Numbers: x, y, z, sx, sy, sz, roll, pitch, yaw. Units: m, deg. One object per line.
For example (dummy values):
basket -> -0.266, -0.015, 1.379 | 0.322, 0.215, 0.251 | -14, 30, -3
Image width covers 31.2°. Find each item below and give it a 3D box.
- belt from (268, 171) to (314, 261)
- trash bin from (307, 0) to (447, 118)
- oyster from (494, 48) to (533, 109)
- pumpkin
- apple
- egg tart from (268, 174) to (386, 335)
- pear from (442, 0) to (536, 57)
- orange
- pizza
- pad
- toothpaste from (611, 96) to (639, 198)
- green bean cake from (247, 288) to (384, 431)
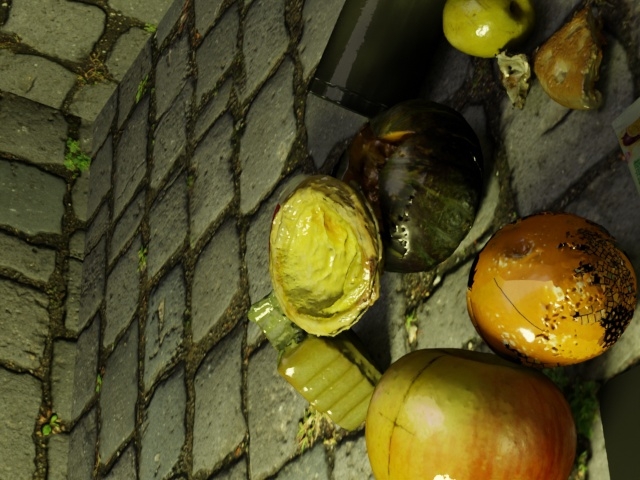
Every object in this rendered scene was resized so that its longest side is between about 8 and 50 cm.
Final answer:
belt -> 0.000, 0.000, 2.281 | 0.227, 0.115, 0.324 | -49, 37, 33
trash bin -> 0.122, -0.387, 2.198 | 0.252, 0.203, 0.301 | -124, 56, -79
oyster -> 0.325, -0.273, 1.903 | 0.148, 0.051, 0.103 | -125, 24, -65
pumpkin -> 0.149, -0.092, 1.973 | 0.320, 0.192, 0.320 | -40, 41, 48
apple -> 0.200, 0.272, 1.566 | 0.286, 0.286, 0.233 | 19, 99, 63
egg tart -> 0.019, 0.025, 1.895 | 0.279, 0.095, 0.279 | 0, 90, 49
pear -> 0.285, -0.384, 1.952 | 0.162, 0.149, 0.149 | 4, 77, 55
orange -> 0.310, 0.066, 1.561 | 0.234, 0.182, 0.234 | -20, 43, 20
pizza -> 0.399, -0.288, 1.788 | 0.182, 0.062, 0.161 | -144, 67, -67
pad -> 0.427, 0.274, 1.437 | 0.181, 0.004, 0.267 | -39, 41, 46
toothpaste -> 0.459, -0.077, 1.554 | 0.058, 0.056, 0.314 | -12, 49, 8
green bean cake -> -0.002, 0.198, 2.036 | 0.124, 0.233, 0.236 | -42, 33, 4
